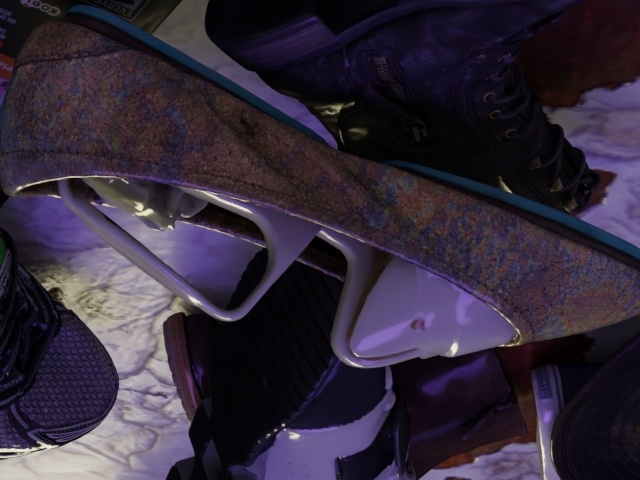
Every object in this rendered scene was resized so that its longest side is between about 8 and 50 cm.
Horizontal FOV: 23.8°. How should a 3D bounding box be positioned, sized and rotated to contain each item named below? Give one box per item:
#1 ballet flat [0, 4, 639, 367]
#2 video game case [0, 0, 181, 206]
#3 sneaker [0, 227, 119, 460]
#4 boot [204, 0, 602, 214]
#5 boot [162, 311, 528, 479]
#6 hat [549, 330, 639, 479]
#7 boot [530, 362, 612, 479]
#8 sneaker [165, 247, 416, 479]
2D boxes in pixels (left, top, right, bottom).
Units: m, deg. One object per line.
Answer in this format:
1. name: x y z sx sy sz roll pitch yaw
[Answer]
1. ballet flat: 0.000 0.000 0.769 0.348 0.123 0.123 23 142 -7
2. video game case: -0.243 -0.128 0.788 0.275 0.035 0.248 22 140 -27
3. sneaker: -0.227 0.049 0.910 0.146 0.134 0.343 -1 157 30
4. boot: 0.091 -0.085 0.792 0.263 0.091 0.229 -9 145 33
5. boot: 0.021 0.099 1.083 0.207 0.090 0.248 -23 135 10
6. hat: 0.326 0.148 1.018 0.331 0.134 0.331 -5 136 -4
7. boot: 0.206 0.155 1.134 0.086 0.069 0.190 -8 143 5
8. sneaker: 0.005 0.112 0.970 0.146 0.122 0.330 5 131 -25
